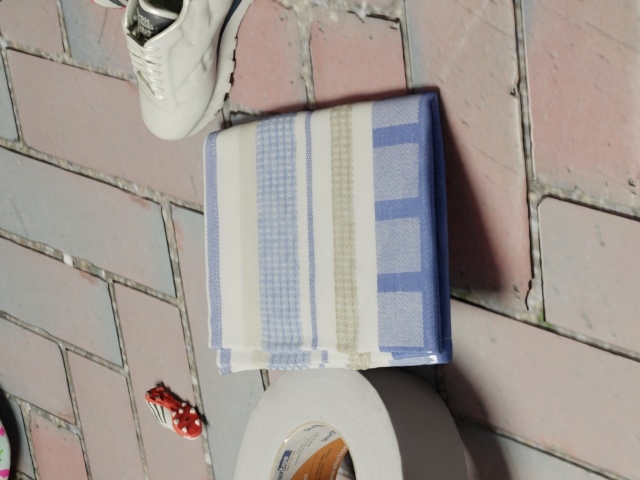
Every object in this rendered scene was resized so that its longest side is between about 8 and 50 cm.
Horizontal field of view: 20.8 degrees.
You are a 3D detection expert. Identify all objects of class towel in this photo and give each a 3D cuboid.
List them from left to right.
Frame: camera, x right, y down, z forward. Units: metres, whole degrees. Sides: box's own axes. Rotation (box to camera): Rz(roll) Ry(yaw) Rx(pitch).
[{"bbox_3d":[0.000,0.000,1.381,0.285,0.034,0.209,-6,85,50],"label":"towel"}]

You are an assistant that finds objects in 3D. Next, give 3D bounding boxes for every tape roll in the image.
[{"bbox_3d":[0.020,0.206,1.414,0.219,0.072,0.219,-15,70,49],"label":"tape roll"}]

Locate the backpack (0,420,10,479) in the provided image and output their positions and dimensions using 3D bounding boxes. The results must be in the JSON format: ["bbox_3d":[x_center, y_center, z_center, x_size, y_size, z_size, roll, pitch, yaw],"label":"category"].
[{"bbox_3d":[-0.469,0.248,2.022,0.225,0.191,0.253,46,135,22],"label":"backpack"}]

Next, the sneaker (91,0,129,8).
[{"bbox_3d":[-0.140,-0.299,1.344,0.112,0.121,0.299,14,137,8],"label":"sneaker"}]

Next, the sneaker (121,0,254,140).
[{"bbox_3d":[-0.122,-0.165,1.416,0.090,0.094,0.235,44,141,21],"label":"sneaker"}]

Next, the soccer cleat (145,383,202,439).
[{"bbox_3d":[-0.142,0.173,1.706,0.083,0.029,0.036,35,144,37],"label":"soccer cleat"}]
